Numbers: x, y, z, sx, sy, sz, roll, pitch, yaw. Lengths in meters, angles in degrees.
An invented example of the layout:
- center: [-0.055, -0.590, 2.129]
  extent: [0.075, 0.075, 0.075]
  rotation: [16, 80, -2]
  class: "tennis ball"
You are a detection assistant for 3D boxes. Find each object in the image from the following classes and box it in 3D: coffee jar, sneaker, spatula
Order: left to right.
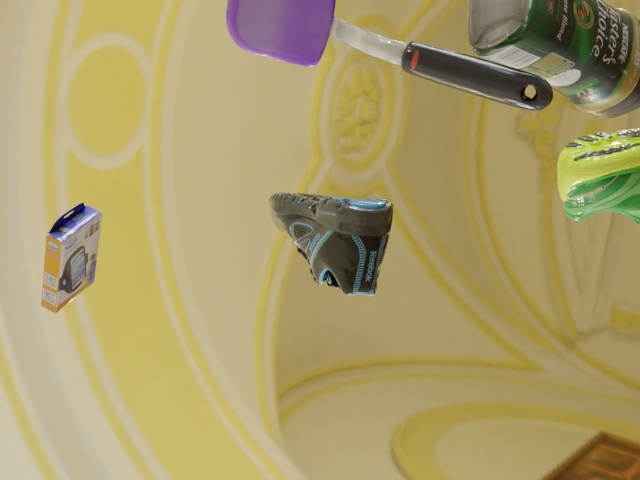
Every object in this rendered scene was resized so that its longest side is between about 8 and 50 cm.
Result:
- center: [0.000, 0.000, 1.547]
  extent: [0.125, 0.341, 0.140]
  rotation: [2, -86, -18]
  class: "sneaker"
- center: [0.053, -0.163, 0.870]
  extent: [0.030, 0.296, 0.084]
  rotation: [-29, -42, -60]
  class: "spatula"
- center: [0.217, -0.178, 0.910]
  extent: [0.184, 0.079, 0.096]
  rotation: [19, -115, -36]
  class: "coffee jar"
- center: [0.449, -0.087, 1.390]
  extent: [0.295, 0.109, 0.124]
  rotation: [-6, -58, -12]
  class: "sneaker"

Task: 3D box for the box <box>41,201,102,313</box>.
- center: [-0.311, 0.018, 1.294]
  extent: [0.081, 0.028, 0.136]
  rotation: [-47, -19, -49]
  class: "box"
